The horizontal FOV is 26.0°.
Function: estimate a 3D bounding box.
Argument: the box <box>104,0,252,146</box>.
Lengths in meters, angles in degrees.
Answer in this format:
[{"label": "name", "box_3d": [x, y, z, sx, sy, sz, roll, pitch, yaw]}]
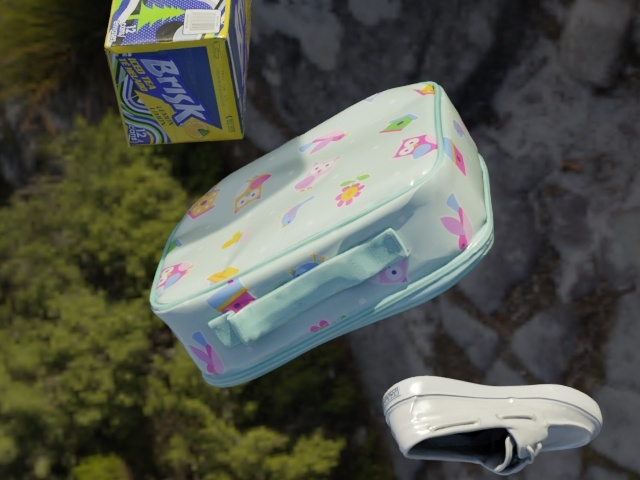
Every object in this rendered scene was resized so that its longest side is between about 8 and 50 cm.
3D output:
[{"label": "box", "box_3d": [-0.062, -0.119, 0.652, 0.169, 0.054, 0.059, -89, -6, -46]}]

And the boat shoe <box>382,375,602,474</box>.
[{"label": "boat shoe", "box_3d": [0.186, 0.204, 1.448, 0.095, 0.258, 0.084, 116, 151, -43]}]

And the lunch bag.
[{"label": "lunch bag", "box_3d": [0.000, 0.000, 1.112, 0.279, 0.108, 0.224, -28, 25, 15]}]
